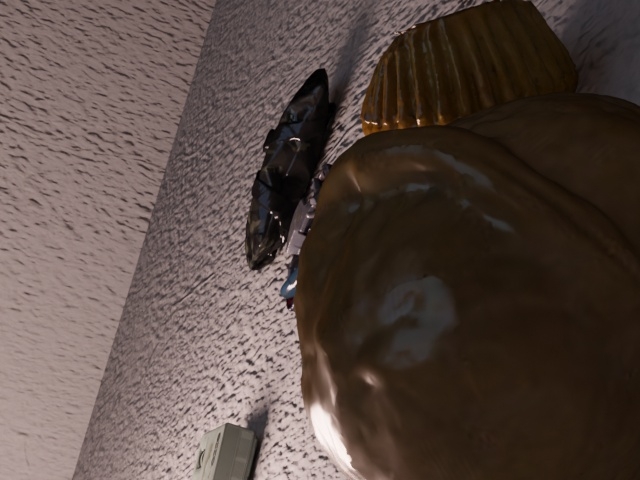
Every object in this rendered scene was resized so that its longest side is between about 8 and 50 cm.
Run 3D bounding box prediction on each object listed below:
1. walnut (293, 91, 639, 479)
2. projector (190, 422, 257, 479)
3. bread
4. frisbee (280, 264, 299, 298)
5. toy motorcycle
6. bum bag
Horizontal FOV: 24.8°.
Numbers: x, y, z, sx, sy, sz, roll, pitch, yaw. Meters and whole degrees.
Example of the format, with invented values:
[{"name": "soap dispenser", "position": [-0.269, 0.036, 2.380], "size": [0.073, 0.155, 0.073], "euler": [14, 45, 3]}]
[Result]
[{"name": "walnut", "position": [0.145, 0.056, 1.092], "size": [0.381, 0.381, 0.381], "euler": [-160, 90, -73]}, {"name": "projector", "position": [-0.145, 0.349, 2.108], "size": [0.115, 0.061, 0.147], "euler": [-33, 40, 62]}, {"name": "bread", "position": [0.146, -0.164, 1.506], "size": [0.139, 0.240, 0.240], "euler": [72, 163, -5]}, {"name": "frisbee", "position": [0.062, -0.027, 1.779], "size": [0.289, 0.049, 0.289], "euler": [-47, -2, -2]}, {"name": "toy motorcycle", "position": [0.000, 0.000, 2.033], "size": [0.122, 0.080, 0.215], "euler": [-162, 87, -76]}, {"name": "bum bag", "position": [-0.054, -0.114, 2.301], "size": [0.144, 0.095, 0.340], "euler": [-154, 86, -88]}]
